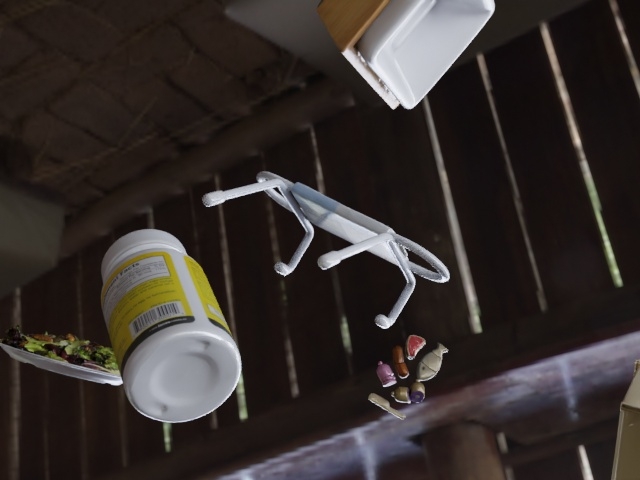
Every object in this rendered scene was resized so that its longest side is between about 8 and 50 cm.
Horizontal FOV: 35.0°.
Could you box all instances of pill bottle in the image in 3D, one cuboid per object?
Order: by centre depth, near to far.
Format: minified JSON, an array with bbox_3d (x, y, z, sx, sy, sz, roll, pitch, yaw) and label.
[{"bbox_3d":[-0.166,0.082,1.073,0.119,0.208,0.119,-11,125,-16],"label":"pill bottle"}]

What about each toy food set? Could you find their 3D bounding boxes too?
[{"bbox_3d":[0.117,0.176,1.376,0.078,0.122,0.019,30,154,3],"label":"toy food set"}]

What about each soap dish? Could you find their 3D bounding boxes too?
[{"bbox_3d":[0.124,-0.322,1.417,0.229,0.118,0.291,-50,162,6],"label":"soap dish"}]

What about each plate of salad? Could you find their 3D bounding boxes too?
[{"bbox_3d":[-0.318,0.143,1.293,0.199,0.048,0.200,16,174,2],"label":"plate of salad"}]

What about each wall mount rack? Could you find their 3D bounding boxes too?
[{"bbox_3d":[0.000,0.000,1.458,0.350,0.130,0.304,26,167,28],"label":"wall mount rack"}]

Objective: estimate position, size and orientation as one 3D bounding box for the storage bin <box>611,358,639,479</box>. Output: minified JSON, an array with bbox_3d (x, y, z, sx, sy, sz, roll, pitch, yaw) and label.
[{"bbox_3d":[0.587,0.355,1.564,0.260,0.123,0.262,14,121,27],"label":"storage bin"}]
